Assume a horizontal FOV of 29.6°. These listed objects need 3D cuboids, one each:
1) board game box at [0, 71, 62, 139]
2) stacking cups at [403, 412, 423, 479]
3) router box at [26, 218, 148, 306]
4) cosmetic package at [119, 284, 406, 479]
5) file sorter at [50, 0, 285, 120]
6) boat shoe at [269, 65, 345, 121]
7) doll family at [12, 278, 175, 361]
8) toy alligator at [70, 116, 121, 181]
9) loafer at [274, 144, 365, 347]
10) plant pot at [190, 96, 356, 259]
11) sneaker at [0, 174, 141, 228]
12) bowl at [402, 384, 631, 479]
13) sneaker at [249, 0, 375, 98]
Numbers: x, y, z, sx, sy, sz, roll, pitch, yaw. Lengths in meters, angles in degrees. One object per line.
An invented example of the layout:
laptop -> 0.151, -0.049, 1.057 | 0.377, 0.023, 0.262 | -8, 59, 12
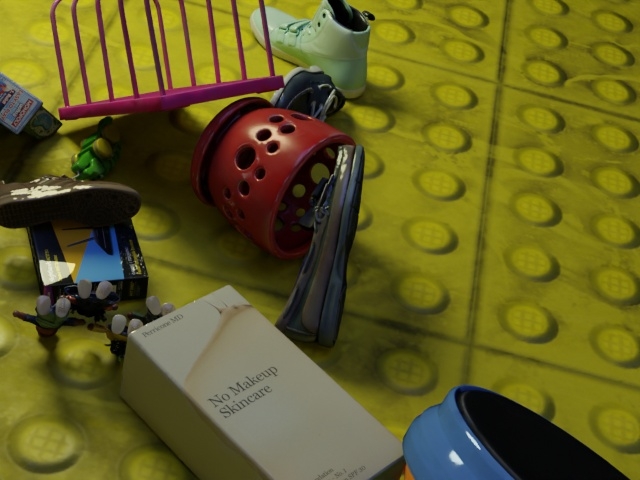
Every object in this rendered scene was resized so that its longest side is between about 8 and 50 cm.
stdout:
board game box -> -0.451, -0.199, 1.694 | 0.194, 0.194, 0.060 | 34, 84, 21
stacking cups -> 0.116, 0.320, 1.317 | 0.096, 0.096, 0.316 | 12, 35, -2
router box -> -0.306, 0.007, 1.572 | 0.133, 0.046, 0.179 | -5, 43, -20
cosmetic package -> -0.069, 0.205, 1.365 | 0.160, 0.113, 0.309 | -27, 56, -38
file sorter -> -0.228, -0.279, 1.706 | 0.202, 0.182, 0.291 | -16, 11, -37
boat shoe -> -0.022, -0.205, 1.838 | 0.079, 0.095, 0.254 | 37, 16, 4
doll family -> -0.264, 0.094, 1.444 | 0.193, 0.111, 0.076 | 21, 73, -10
toy alligator -> -0.317, -0.108, 1.702 | 0.051, 0.056, 0.189 | 48, 33, -24
loafer -> 0.000, 0.000, 1.554 | 0.084, 0.096, 0.267 | 8, 78, 7
plant pot -> -0.069, -0.095, 1.651 | 0.174, 0.191, 0.191 | 32, 43, 24
sneaker -> -0.327, -0.061, 1.557 | 0.188, 0.066, 0.071 | -3, 42, -17
bowl -> 0.262, 0.287, 1.235 | 0.391, 0.077, 0.391 | 33, 11, -7
sneaker -> -0.010, -0.361, 2.004 | 0.256, 0.151, 0.094 | 37, 47, 27
